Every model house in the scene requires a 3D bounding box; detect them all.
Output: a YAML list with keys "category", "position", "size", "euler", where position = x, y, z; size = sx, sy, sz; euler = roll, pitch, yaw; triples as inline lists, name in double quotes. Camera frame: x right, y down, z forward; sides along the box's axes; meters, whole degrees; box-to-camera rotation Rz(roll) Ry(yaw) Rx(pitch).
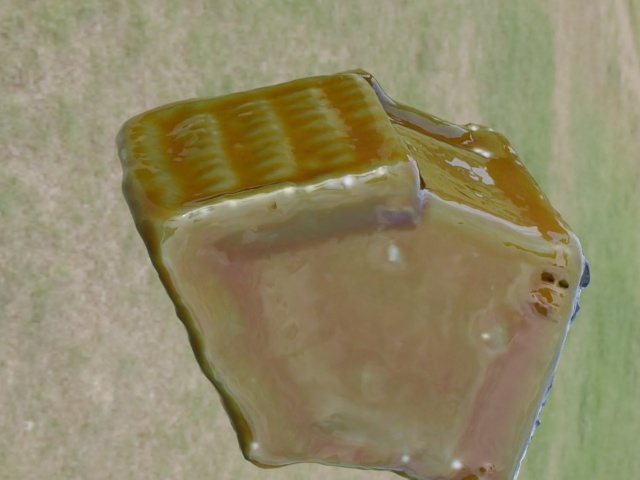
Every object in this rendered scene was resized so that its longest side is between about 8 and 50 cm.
- category: "model house"
  position: [-0.005, -0.001, 0.565]
  size: [0.173, 0.239, 0.268]
  euler: [-60, -155, 20]
